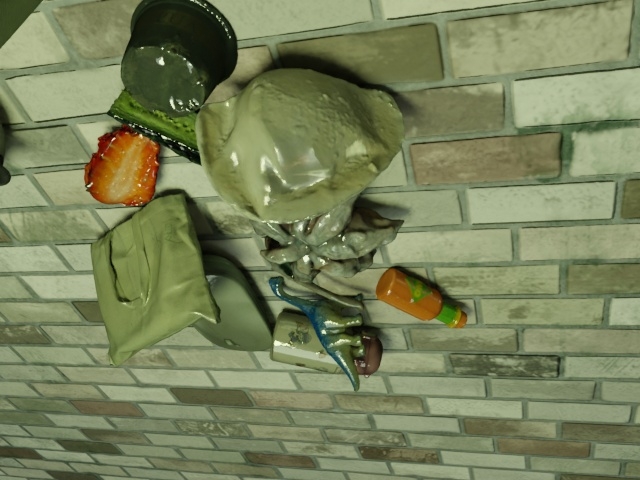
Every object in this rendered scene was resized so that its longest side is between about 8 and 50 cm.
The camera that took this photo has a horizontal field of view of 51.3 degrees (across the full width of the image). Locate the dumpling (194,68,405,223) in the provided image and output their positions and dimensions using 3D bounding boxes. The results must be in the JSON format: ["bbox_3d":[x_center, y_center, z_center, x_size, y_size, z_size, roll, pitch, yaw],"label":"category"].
[{"bbox_3d":[-0.029,-0.130,0.913,0.243,0.227,0.175,-21,148,28],"label":"dumpling"}]

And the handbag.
[{"bbox_3d":[-0.321,0.077,1.249,0.315,0.253,0.109,-27,165,38],"label":"handbag"}]

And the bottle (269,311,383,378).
[{"bbox_3d":[0.015,0.224,1.412,0.233,0.110,0.110,11,141,2],"label":"bottle"}]

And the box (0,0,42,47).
[{"bbox_3d":[-0.473,-0.339,0.694,0.351,0.344,0.177,27,141,-17],"label":"box"}]

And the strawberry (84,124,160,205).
[{"bbox_3d":[-0.321,-0.135,1.114,0.121,0.082,0.188,13,135,-32],"label":"strawberry"}]

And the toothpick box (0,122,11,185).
[{"bbox_3d":[-0.658,-0.148,1.062,0.316,0.229,0.229,21,140,-10],"label":"toothpick box"}]

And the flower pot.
[{"bbox_3d":[-0.203,-0.244,0.920,0.157,0.107,0.158,9,142,7],"label":"flower pot"}]

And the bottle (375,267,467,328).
[{"bbox_3d":[0.198,0.118,1.273,0.187,0.069,0.069,26,139,-18],"label":"bottle"}]

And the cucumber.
[{"bbox_3d":[-0.221,-0.169,1.041,0.211,0.078,0.062,24,155,-11],"label":"cucumber"}]

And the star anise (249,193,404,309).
[{"bbox_3d":[0.000,0.000,1.129,0.359,0.139,0.316,29,145,-18],"label":"star anise"}]

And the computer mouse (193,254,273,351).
[{"bbox_3d":[-0.219,0.145,1.400,0.197,0.095,0.331,-3,138,25],"label":"computer mouse"}]

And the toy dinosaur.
[{"bbox_3d":[-0.003,0.190,1.338,0.188,0.075,0.248,-4,97,12],"label":"toy dinosaur"}]
